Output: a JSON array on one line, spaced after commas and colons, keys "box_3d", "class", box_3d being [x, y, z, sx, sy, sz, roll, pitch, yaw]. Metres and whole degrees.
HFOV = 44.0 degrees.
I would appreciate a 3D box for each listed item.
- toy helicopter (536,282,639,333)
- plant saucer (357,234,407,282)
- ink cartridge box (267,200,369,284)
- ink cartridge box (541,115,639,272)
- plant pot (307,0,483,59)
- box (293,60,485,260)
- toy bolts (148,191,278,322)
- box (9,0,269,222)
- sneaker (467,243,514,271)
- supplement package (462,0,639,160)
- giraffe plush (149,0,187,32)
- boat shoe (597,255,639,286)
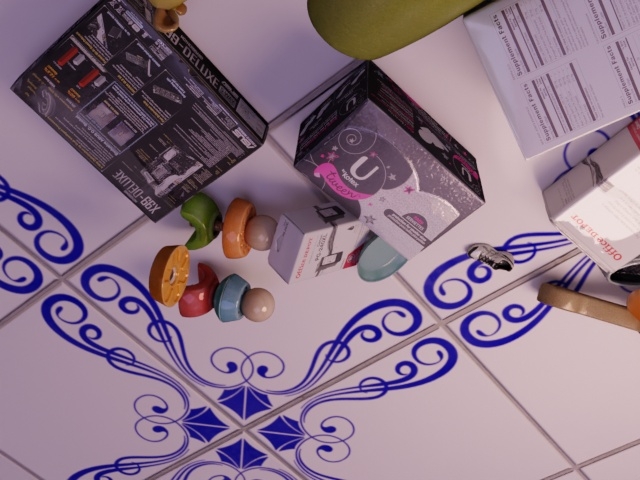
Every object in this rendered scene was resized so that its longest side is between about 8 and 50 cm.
[{"box_3d": [0.539, 0.141, 1.319, 0.355, 0.235, 0.140, 16, 97, 13], "class": "toy helicopter"}, {"box_3d": [0.108, 0.020, 1.343, 0.119, 0.021, 0.119, -23, 140, -21], "class": "plant saucer"}, {"box_3d": [0.000, 0.000, 1.291, 0.150, 0.063, 0.109, -15, 137, -38], "class": "ink cartridge box"}, {"box_3d": [0.482, -0.073, 1.234, 0.158, 0.092, 0.218, 37, 118, -20], "class": "ink cartridge box"}, {"box_3d": [0.104, -0.360, 0.966, 0.275, 0.274, 0.293, 26, 146, -14], "class": "plant pot"}, {"box_3d": [0.103, -0.116, 1.201, 0.247, 0.142, 0.163, 39, 119, -21], "class": "box"}, {"box_3d": [-0.160, 0.064, 1.314, 0.158, 0.218, 0.228, 11, 134, 13], "class": "toy bolts"}, {"box_3d": [-0.269, -0.202, 1.209, 0.242, 0.076, 0.307, -33, 117, 24], "class": "box"}, {"box_3d": [0.292, 0.031, 1.356, 0.083, 0.037, 0.032, 12, 127, -2], "class": "sneaker"}, {"box_3d": [0.342, -0.262, 1.014, 0.263, 0.199, 0.198, -24, 104, 18], "class": "supplement package"}, {"box_3d": [-0.230, -0.367, 1.031, 0.170, 0.210, 0.181, 33, 97, -24], "class": "giraffe plush"}, {"box_3d": [0.581, 0.051, 1.318, 0.228, 0.081, 0.079, 1, 126, 6], "class": "boat shoe"}]
